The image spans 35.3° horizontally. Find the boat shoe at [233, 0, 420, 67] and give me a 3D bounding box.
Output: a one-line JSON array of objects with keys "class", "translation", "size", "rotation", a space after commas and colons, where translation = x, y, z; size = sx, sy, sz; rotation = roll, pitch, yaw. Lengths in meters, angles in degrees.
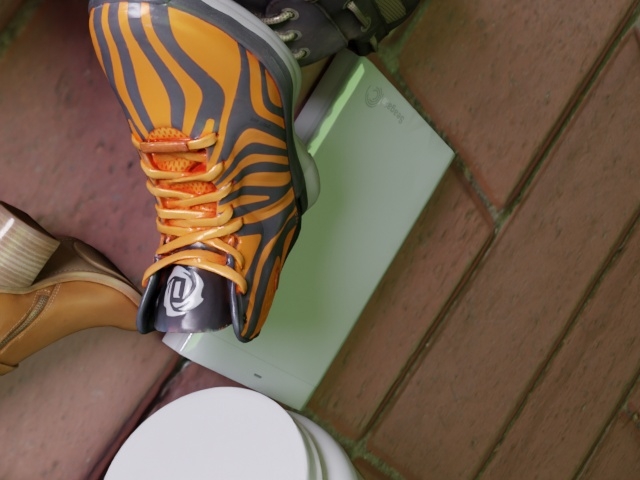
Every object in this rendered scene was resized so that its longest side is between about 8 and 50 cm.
[{"class": "boat shoe", "translation": [-0.013, -0.189, 0.728], "size": [0.355, 0.132, 0.130], "rotation": [-8, 125, -61]}]

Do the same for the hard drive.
[{"class": "hard drive", "translation": [0.000, 0.000, 0.960], "size": [0.307, 0.040, 0.203], "rotation": [-59, 141, -4]}]

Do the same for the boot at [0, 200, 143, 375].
[{"class": "boot", "translation": [-0.221, 0.067, 0.743], "size": [0.152, 0.073, 0.197], "rotation": [-52, 142, -1]}]

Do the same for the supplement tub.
[{"class": "supplement tub", "translation": [-0.044, 0.294, 0.927], "size": [0.228, 0.228, 0.316], "rotation": [-49, 139, -16]}]

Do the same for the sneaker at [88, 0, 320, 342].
[{"class": "sneaker", "translation": [-0.080, -0.029, 0.700], "size": [0.321, 0.125, 0.180], "rotation": [58, 41, -58]}]
